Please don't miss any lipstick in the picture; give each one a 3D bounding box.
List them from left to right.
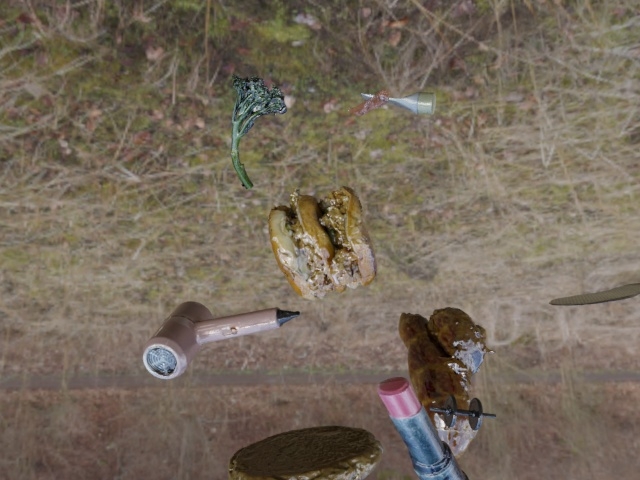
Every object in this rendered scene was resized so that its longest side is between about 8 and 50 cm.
[{"bbox_3d":[0.108,0.219,0.608,0.054,0.053,0.234,-11,126,29],"label":"lipstick"}]

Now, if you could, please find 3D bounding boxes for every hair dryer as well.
[{"bbox_3d":[-0.210,0.196,1.335,0.345,0.106,0.189,-14,-162,17],"label":"hair dryer"}]

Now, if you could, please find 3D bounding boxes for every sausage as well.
[{"bbox_3d":[0.139,-0.385,1.715,0.036,0.042,0.158,-35,-168,-34],"label":"sausage"}]

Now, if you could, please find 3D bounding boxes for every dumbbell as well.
[{"bbox_3d":[0.306,0.369,1.298,0.147,0.069,0.069,9,164,-5],"label":"dumbbell"}]

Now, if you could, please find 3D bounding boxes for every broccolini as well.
[{"bbox_3d":[-0.139,-0.236,1.353,0.123,0.062,0.271,8,122,3],"label":"broccolini"}]

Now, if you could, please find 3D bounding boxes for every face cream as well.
[{"bbox_3d":[0.246,-0.437,1.906,0.224,0.070,0.114,8,-177,19],"label":"face cream"}]

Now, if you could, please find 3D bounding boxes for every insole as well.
[{"bbox_3d":[0.359,0.065,0.746,0.253,0.005,0.086,-3,177,-42],"label":"insole"}]

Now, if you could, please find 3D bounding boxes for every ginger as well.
[{"bbox_3d":[0.359,0.370,1.645,0.254,0.418,0.176,-16,149,18],"label":"ginger"}]

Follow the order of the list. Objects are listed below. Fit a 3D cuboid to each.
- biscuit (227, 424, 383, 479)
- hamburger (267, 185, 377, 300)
[{"bbox_3d":[-0.022,0.312,0.855,0.226,0.042,0.226,-9,180,0],"label":"biscuit"},{"bbox_3d":[0.008,-0.004,1.360,0.211,0.260,0.245,-19,-172,6],"label":"hamburger"}]
